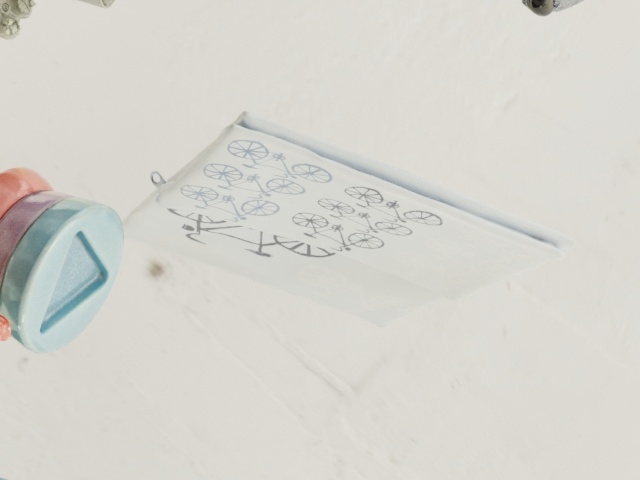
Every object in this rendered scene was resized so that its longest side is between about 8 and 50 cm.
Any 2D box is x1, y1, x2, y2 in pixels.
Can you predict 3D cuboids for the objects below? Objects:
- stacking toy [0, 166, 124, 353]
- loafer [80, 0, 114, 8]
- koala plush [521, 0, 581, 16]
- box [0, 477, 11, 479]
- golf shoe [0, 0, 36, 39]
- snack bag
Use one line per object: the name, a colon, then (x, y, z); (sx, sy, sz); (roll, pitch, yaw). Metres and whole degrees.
stacking toy: (-0.269, 0.095, 1.033); (0.130, 0.309, 0.280); (26, -70, 18)
loafer: (-0.203, -0.238, 1.099); (0.319, 0.112, 0.112); (-9, -62, 21)
koala plush: (0.210, -0.297, 1.278); (0.196, 0.221, 0.203); (-4, -113, 32)
box: (-0.246, 0.163, 0.744); (0.060, 0.244, 0.101); (5, -107, 37)
golf shoe: (-0.358, -0.262, 1.294); (0.086, 0.176, 0.069); (15, -119, 41)
snack bag: (0.000, 0.000, 1.213); (0.323, 0.342, 0.037); (19, -112, -22)
